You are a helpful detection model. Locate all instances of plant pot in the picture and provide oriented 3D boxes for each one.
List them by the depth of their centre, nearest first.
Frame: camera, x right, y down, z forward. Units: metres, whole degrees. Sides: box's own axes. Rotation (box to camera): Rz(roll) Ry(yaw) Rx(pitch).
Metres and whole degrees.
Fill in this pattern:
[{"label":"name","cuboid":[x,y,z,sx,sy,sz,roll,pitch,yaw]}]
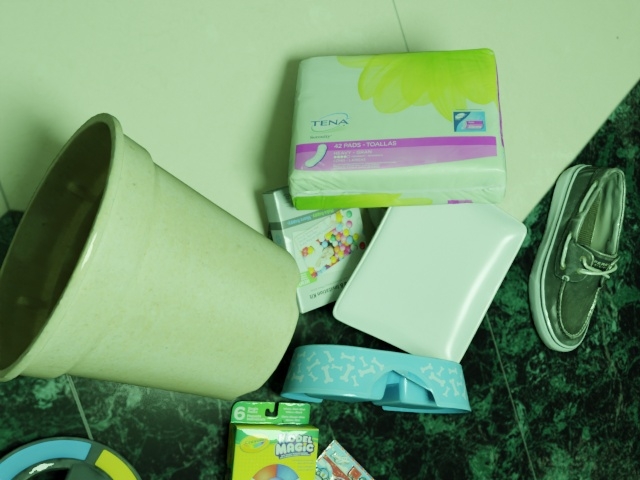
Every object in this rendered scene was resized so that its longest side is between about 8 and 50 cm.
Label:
[{"label":"plant pot","cuboid":[-0.205,0.055,0.980,0.306,0.334,0.333,25,79,-32]}]

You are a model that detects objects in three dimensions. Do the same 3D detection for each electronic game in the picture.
[{"label":"electronic game","cuboid":[-0.331,0.356,0.985,0.230,0.048,0.229,13,46,-14]}]

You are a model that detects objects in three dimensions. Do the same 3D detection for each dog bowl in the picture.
[{"label":"dog bowl","cuboid":[0.087,0.210,1.164,0.298,0.166,0.074,12,72,-22]}]

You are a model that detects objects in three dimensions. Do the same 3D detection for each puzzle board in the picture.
[{"label":"puzzle board","cuboid":[0.031,0.389,1.211,0.096,0.011,0.128,-47,105,-17]}]

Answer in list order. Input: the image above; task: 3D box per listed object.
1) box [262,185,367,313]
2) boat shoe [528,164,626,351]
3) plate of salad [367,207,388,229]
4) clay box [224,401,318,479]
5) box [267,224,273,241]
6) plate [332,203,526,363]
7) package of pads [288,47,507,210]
[{"label":"box","cuboid":[0.000,0.000,1.173,0.145,0.038,0.186,-18,101,-33]},{"label":"boat shoe","cuboid":[0.447,0.026,1.333,0.121,0.119,0.334,10,85,-22]},{"label":"plate of salad","cuboid":[0.168,-0.075,1.259,0.200,0.048,0.199,1,88,-23]},{"label":"clay box","cuboid":[-0.075,0.353,1.143,0.128,0.053,0.221,5,88,-18]},{"label":"box","cuboid":[-0.049,0.016,1.182,0.067,0.018,0.083,7,86,-22]},{"label":"plate","cuboid":[0.172,0.041,1.220,0.277,0.045,0.277,29,89,-32]},{"label":"package of pads","cuboid":[0.107,-0.163,1.105,0.297,0.101,0.229,-1,59,8]}]
